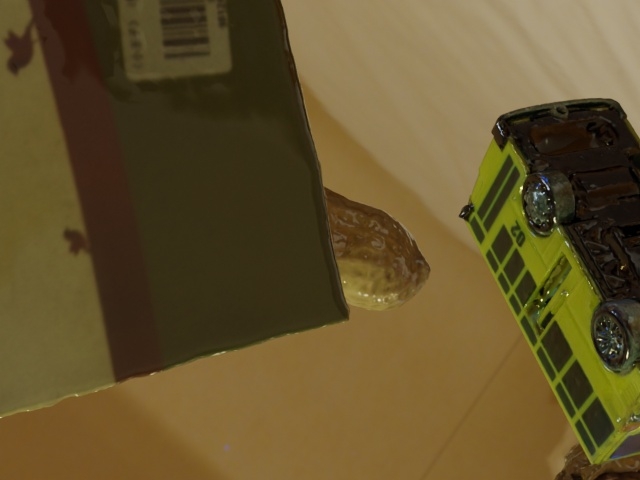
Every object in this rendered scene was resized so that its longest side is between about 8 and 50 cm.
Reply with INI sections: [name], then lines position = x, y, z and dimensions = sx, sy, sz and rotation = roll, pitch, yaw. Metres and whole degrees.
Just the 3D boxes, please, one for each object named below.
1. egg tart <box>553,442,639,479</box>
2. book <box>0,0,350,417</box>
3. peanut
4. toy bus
[egg tart]
position = 0.367, 0.365, 1.347
dimensions = 0.352, 0.352, 0.150
rotation = 41, 149, -9
[book]
position = -0.146, -0.030, 0.412
dimensions = 0.026, 0.289, 0.201
rotation = -157, 55, -74
[peanut]
position = -0.006, 0.000, 1.638
dimensions = 0.291, 0.143, 0.159
rotation = 22, 165, -19
[toy bus]
position = 0.219, 0.028, 0.993
dimensions = 0.150, 0.128, 0.262
rotation = 111, 142, -51
